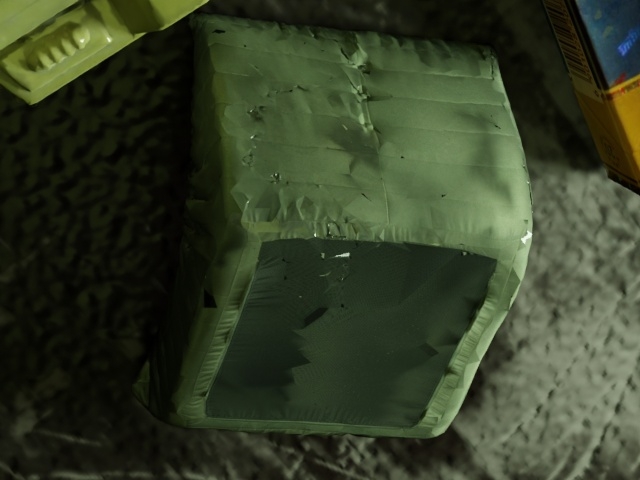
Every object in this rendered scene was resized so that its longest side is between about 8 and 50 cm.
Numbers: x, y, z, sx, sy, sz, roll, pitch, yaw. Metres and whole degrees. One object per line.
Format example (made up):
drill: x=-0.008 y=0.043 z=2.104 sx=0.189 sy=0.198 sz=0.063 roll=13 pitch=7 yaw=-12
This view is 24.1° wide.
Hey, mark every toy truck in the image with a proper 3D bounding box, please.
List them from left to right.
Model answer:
toy truck: x=-0.083 y=-0.173 z=0.792 sx=0.272 sy=0.157 sz=0.124 roll=-30 pitch=113 yaw=-2

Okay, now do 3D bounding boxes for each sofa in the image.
sofa: x=0.000 y=0.000 z=0.915 sx=0.210 sy=0.176 sz=0.225 roll=2 pitch=136 yaw=-15

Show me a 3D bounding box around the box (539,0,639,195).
box: x=0.215 y=-0.163 z=0.919 sx=0.152 sy=0.070 sz=0.237 roll=-28 pitch=114 yaw=-4
